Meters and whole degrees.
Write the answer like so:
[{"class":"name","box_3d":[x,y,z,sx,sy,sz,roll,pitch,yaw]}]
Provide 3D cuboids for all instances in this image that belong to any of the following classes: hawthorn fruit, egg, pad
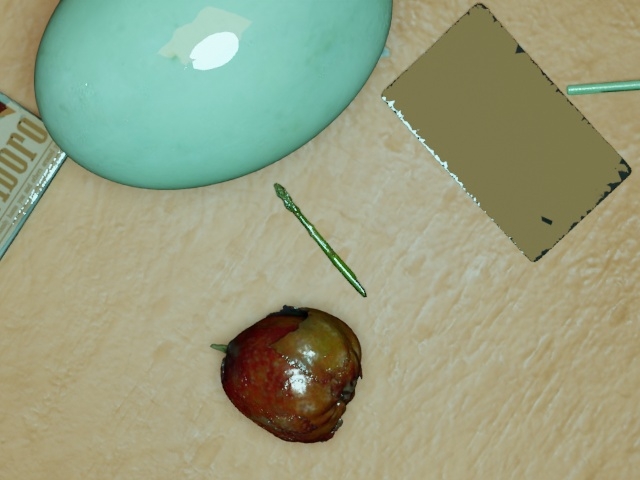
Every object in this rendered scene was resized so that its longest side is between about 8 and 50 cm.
[{"class":"hawthorn fruit","box_3d":[-0.040,0.139,1.415,0.172,0.148,0.148,18,90,18]},{"class":"egg","box_3d":[-0.109,-0.203,1.338,0.388,0.276,0.276,-27,91,1]},{"class":"pad","box_3d":[0.212,-0.122,1.479,0.159,0.009,0.265,-43,92,-1]}]

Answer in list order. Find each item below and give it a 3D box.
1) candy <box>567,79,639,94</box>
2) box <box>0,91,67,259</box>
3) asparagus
[{"class":"candy","box_3d":[0.424,-0.178,1.461,0.287,0.078,0.084,-5,128,9]},{"class":"box","box_3d":[-0.369,-0.067,1.455,0.115,0.036,0.177,34,90,-1]},{"class":"asparagus","box_3d":[0.000,0.000,1.472,0.166,0.013,0.016,50,131,0]}]
